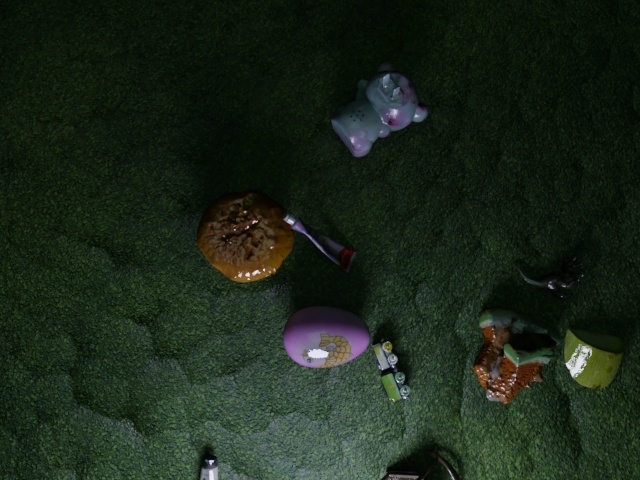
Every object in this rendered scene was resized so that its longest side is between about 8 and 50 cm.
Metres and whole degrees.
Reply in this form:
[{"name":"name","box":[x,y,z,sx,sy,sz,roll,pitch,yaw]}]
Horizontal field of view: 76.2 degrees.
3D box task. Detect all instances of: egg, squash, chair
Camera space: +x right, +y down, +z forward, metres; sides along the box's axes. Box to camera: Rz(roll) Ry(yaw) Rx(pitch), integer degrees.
[{"name":"egg","box":[0.018,0.296,1.281,0.270,0.196,0.197,-14,80,-6]},{"name":"squash","box":[0.896,0.385,1.311,0.191,0.085,0.184,9,79,4]},{"name":"chair","box":[0.283,0.776,1.217,0.272,0.166,0.188,-12,75,-45]}]

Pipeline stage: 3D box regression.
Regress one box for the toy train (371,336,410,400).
[{"name":"toy train","box":[0.223,0.417,1.323,0.081,0.060,0.203,-22,79,2]}]

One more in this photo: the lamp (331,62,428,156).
[{"name":"lamp","box":[0.192,-0.454,1.393,0.301,0.247,0.247,-35,79,2]}]

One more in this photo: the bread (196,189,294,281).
[{"name":"bread","box":[-0.243,-0.017,1.354,0.311,0.172,0.313,1,82,-4]}]

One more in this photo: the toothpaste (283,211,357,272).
[{"name":"toothpaste","box":[0.000,0.000,1.350,0.301,0.048,0.075,35,46,-25]}]

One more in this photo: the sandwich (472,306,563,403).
[{"name":"sandwich","box":[0.599,0.365,1.279,0.250,0.162,0.301,26,78,9]}]

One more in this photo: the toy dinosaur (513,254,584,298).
[{"name":"toy dinosaur","box":[0.785,0.111,1.396,0.187,0.087,0.179,-32,44,-20]}]

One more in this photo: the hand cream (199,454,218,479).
[{"name":"hand cream","box":[-0.354,0.796,1.271,0.080,0.050,0.234,4,86,-3]}]
